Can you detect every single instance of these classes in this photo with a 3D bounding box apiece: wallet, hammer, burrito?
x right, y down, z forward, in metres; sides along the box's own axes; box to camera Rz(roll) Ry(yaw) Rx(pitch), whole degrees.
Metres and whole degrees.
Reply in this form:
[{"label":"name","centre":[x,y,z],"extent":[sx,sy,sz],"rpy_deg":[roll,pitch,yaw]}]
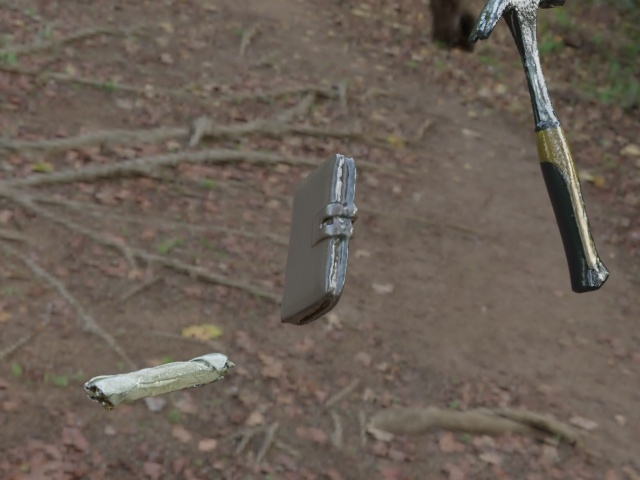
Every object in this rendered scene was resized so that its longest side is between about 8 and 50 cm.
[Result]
[{"label":"wallet","centre":[0.000,0.000,1.151],"extent":[0.038,0.153,0.118],"rpy_deg":[15,-21,-20]},{"label":"hammer","centre":[0.143,-0.064,0.751],"extent":[0.078,0.201,0.021],"rpy_deg":[-17,4,-34]},{"label":"burrito","centre":[-0.193,0.167,1.440],"extent":[0.185,0.045,0.041],"rpy_deg":[-8,48,-35]}]
